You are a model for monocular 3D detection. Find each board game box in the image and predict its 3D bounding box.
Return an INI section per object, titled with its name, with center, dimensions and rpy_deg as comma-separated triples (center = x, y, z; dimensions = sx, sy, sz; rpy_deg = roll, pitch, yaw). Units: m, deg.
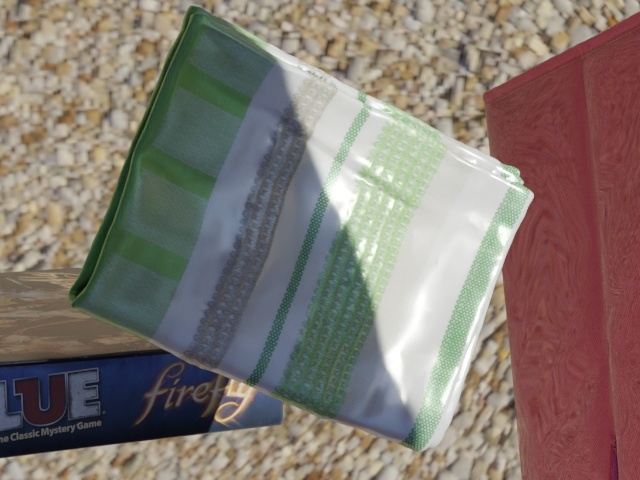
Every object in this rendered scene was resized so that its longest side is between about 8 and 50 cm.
[board game box]
center = -0.148, 0.053, 0.724
dimensions = 0.243, 0.165, 0.042
rpy_deg = 12, 103, 57

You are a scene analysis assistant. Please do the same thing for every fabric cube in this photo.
[fabric cube]
center = 0.262, 0.015, 0.825
dimensions = 0.254, 0.259, 0.258
rpy_deg = -3, 83, -19

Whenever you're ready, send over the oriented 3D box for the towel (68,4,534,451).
[towel]
center = 0.000, 0.000, 0.511
dimensions = 0.152, 0.023, 0.113
rpy_deg = 25, 79, -30
